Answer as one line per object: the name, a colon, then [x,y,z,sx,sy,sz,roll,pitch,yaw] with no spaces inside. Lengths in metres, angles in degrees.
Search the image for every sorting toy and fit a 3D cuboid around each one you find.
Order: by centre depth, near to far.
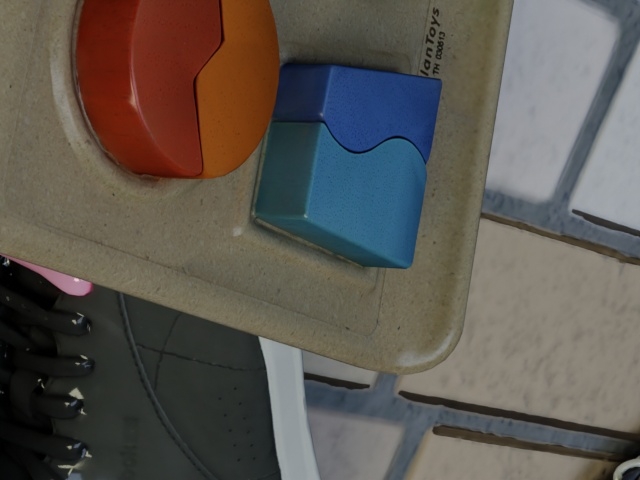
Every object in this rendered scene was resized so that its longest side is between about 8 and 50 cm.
sorting toy: [-0.003,-0.128,0.461,0.229,0.041,0.307,21,75,-49]

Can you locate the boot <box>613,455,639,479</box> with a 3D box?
boot: [0.186,0.121,0.802,0.086,0.069,0.190,19,100,-46]

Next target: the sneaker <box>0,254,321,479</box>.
sneaker: [-0.088,0.064,0.524,0.147,0.104,0.295,-37,134,-27]
